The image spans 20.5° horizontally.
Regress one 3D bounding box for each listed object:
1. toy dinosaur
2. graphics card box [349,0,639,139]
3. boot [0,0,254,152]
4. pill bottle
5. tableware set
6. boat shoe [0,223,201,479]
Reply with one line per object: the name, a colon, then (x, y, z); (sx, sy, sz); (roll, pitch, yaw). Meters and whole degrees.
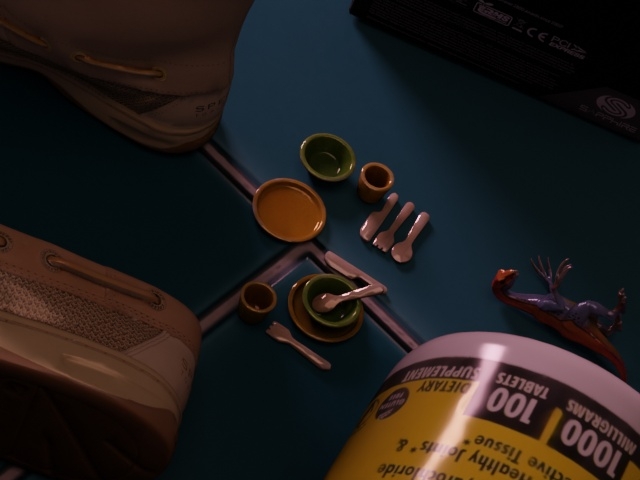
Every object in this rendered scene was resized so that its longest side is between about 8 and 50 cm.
toy dinosaur: (0.149, 0.043, 1.108); (0.082, 0.047, 0.090); (-3, 68, 1)
graphics card box: (0.181, -0.236, 1.097); (0.232, 0.371, 0.094); (22, 54, -2)
boot: (-0.152, -0.182, 1.048); (0.262, 0.203, 0.095); (32, 53, 1)
pill bottle: (0.048, 0.219, 0.861); (0.188, 0.188, 0.334); (32, 53, 3)
tableware set: (0.000, 0.000, 1.094); (0.104, 0.024, 0.154); (33, 54, 5)
boat shoe: (-0.228, 0.022, 0.951); (0.341, 0.122, 0.110); (27, 48, -13)
